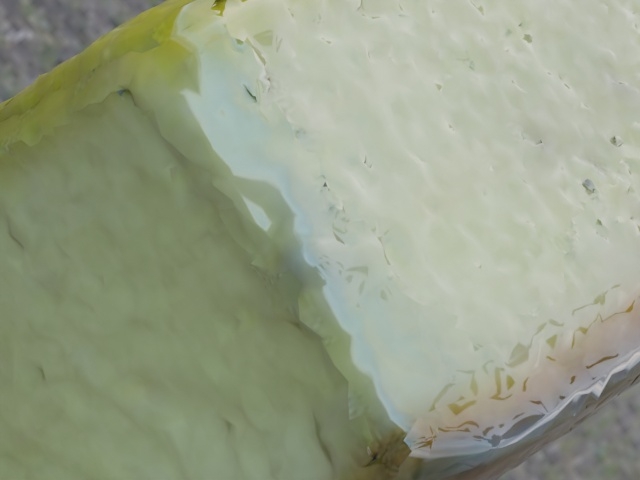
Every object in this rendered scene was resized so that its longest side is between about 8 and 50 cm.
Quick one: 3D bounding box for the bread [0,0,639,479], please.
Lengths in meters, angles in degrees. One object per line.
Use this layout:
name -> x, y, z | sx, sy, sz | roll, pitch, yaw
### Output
bread -> 0.000, 0.000, 0.600 | 0.333, 0.323, 0.143 | -30, 92, -45
